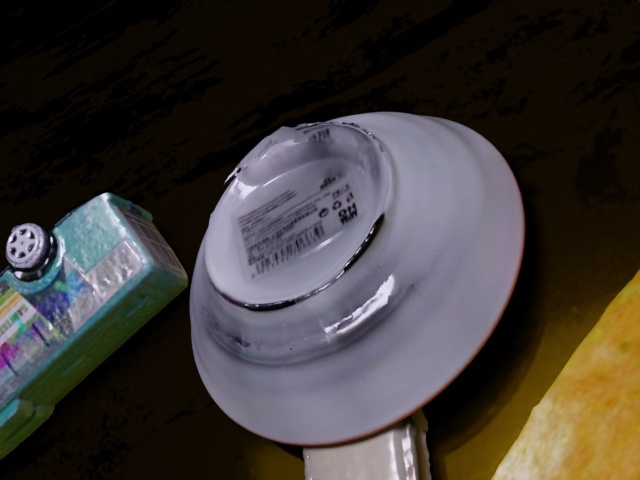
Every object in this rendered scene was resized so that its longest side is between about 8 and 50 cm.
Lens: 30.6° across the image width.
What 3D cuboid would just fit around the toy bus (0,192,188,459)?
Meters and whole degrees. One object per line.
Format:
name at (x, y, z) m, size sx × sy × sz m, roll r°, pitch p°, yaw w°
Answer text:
toy bus at (-0.227, 0.074, 0.897) m, size 0.261 × 0.091 × 0.109 m, roll -42°, pitch 67°, yaw 7°

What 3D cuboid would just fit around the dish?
dish at (0.000, 0.000, 0.779) m, size 0.260 × 0.085 × 0.260 m, roll -20°, pitch 48°, yaw 24°

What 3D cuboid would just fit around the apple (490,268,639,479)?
apple at (0.205, 0.167, 0.437) m, size 0.374 × 0.374 × 0.384 m, roll -36°, pitch 21°, yaw 10°

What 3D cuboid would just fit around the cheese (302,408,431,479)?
cheese at (0.038, 0.265, 0.661) m, size 0.085 × 0.034 × 0.400 m, roll -17°, pitch 57°, yaw 19°
